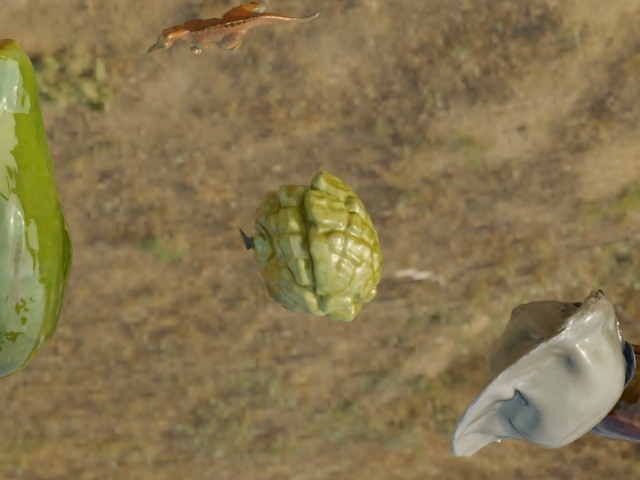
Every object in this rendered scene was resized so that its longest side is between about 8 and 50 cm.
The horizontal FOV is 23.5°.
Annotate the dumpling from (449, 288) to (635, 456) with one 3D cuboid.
[{"bbox_3d":[0.263,0.179,1.810,0.163,0.204,0.293,30,136,1],"label":"dumpling"}]

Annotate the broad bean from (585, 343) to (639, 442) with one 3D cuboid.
[{"bbox_3d":[0.402,0.199,1.962,0.228,0.122,0.156,4,160,36],"label":"broad bean"}]

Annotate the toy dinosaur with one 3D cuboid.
[{"bbox_3d":[-0.124,-0.299,2.113,0.212,0.057,0.142,-20,179,20],"label":"toy dinosaur"}]

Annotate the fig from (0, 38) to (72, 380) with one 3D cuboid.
[{"bbox_3d":[-0.267,-0.025,1.180,0.206,0.206,0.275,15,114,-31],"label":"fig"}]

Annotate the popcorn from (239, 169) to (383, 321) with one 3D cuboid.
[{"bbox_3d":[-0.010,0.005,1.739,0.142,0.173,0.173,-38,149,-9],"label":"popcorn"}]
